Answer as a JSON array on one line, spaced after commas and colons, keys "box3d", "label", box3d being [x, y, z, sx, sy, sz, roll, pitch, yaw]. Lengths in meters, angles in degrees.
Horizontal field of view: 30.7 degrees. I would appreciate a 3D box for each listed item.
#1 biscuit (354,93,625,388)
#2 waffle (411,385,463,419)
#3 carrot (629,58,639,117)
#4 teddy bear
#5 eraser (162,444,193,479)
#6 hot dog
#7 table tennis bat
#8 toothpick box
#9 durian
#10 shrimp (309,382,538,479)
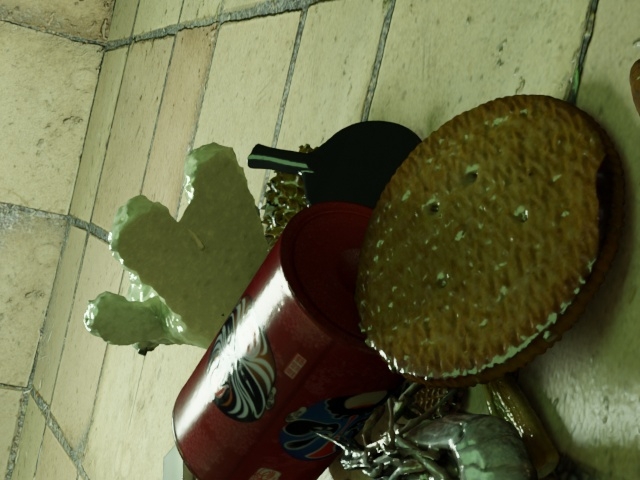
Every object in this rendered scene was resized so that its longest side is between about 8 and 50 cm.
[{"box3d": [0.150, -0.001, 1.083, 0.305, 0.038, 0.305, -28, 47, 34], "label": "biscuit"}, {"box3d": [0.120, 0.153, 1.194, 0.075, 0.029, 0.083, -62, 24, 27], "label": "waffle"}, {"box3d": [0.280, -0.083, 0.914, 0.224, 0.057, 0.057, -98, 30, -46], "label": "carrot"}, {"box3d": [-0.233, 0.026, 1.741, 0.327, 0.375, 0.362, -42, 35, -21], "label": "teddy bear"}, {"box3d": [-0.234, 0.408, 1.906, 0.104, 0.023, 0.150, 131, 144, -50], "label": "eraser"}, {"box3d": [0.178, 0.164, 1.054, 0.044, 0.028, 0.137, -43, 35, 12], "label": "hot dog"}, {"box3d": [0.018, -0.084, 1.377, 0.236, 0.027, 0.150, 11, 67, 29], "label": "table tennis bat"}, {"box3d": [-0.019, 0.136, 1.308, 0.333, 0.204, 0.204, 124, 149, -43], "label": "toothpick box"}, {"box3d": [-0.006, -0.006, 1.453, 0.183, 0.138, 0.249, -50, 40, 33], "label": "durian"}, {"box3d": [0.091, 0.201, 1.084, 0.343, 0.117, 0.145, 5, 109, 65], "label": "shrimp"}]
